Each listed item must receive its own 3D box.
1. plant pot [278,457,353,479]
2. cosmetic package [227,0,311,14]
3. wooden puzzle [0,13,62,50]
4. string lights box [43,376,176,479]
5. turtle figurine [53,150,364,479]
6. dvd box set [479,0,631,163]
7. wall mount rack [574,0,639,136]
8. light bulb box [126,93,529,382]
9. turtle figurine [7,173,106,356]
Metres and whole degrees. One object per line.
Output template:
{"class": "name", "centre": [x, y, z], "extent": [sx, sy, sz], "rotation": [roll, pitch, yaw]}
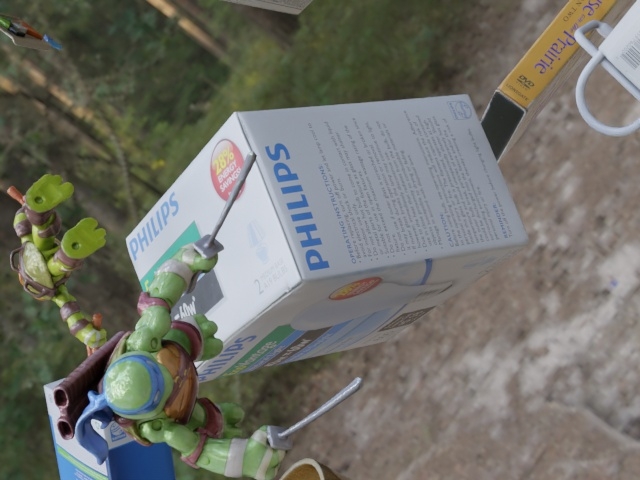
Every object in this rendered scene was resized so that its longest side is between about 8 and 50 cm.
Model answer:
{"class": "plant pot", "centre": [0.063, 0.370, 1.213], "extent": [0.237, 0.254, 0.237], "rotation": [-60, 15, 28]}
{"class": "cosmetic package", "centre": [-0.074, -0.420, 1.721], "extent": [0.153, 0.129, 0.296], "rotation": [-43, -8, 17]}
{"class": "wooden puzzle", "centre": [-0.388, -0.271, 1.578], "extent": [0.014, 0.078, 0.116], "rotation": [-58, -20, 18]}
{"class": "string lights box", "centre": [-0.211, 0.277, 1.295], "extent": [0.076, 0.260, 0.133], "rotation": [-18, 21, -34]}
{"class": "turtle figurine", "centre": [-0.081, 0.108, 1.082], "extent": [0.275, 0.198, 0.266], "rotation": [-48, -4, -8]}
{"class": "dvd box set", "centre": [0.397, -0.321, 1.919], "extent": [0.420, 0.062, 0.307], "rotation": [-50, -7, -10]}
{"class": "wall mount rack", "centre": [0.511, -0.251, 1.596], "extent": [0.130, 0.304, 0.350], "rotation": [-30, -18, -50]}
{"class": "light bulb box", "centre": [0.000, 0.000, 1.586], "extent": [0.358, 0.361, 0.225], "rotation": [-41, 64, 50]}
{"class": "turtle figurine", "centre": [-0.330, 0.013, 1.479], "extent": [0.087, 0.269, 0.217], "rotation": [-17, -22, -26]}
